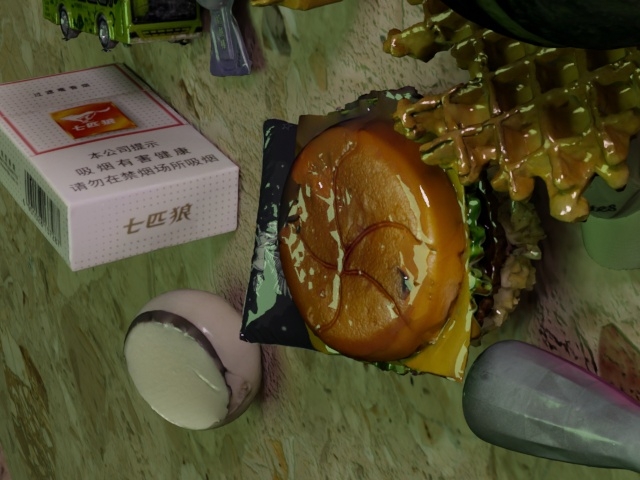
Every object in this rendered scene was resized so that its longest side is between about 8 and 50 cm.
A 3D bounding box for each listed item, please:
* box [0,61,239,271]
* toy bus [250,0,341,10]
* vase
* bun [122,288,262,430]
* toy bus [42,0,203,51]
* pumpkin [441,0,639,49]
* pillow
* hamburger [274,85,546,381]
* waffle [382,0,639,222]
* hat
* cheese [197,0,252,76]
[{"bbox_3d":[-0.267,-0.099,1.563,0.330,0.210,0.095,41,136,47],"label":"box"},{"bbox_3d":[0.001,-0.355,1.062,0.123,0.121,0.335,24,124,40],"label":"toy bus"},{"bbox_3d":[0.205,0.137,0.969,0.214,0.086,0.086,15,116,53],"label":"vase"},{"bbox_3d":[-0.140,0.132,1.541,0.173,0.120,0.173,17,124,27],"label":"bun"},{"bbox_3d":[-0.243,-0.303,1.539,0.302,0.113,0.139,24,120,57],"label":"toy bus"},{"bbox_3d":[0.151,-0.258,0.684,0.323,0.241,0.323,-6,83,53],"label":"pumpkin"},{"bbox_3d":[0.000,0.000,1.190,0.055,0.141,0.208,-11,-70,-78],"label":"pillow"},{"bbox_3d":[0.068,-0.005,1.061,0.262,0.139,0.243,9,103,47],"label":"hamburger"},{"bbox_3d":[0.147,-0.138,0.854,0.229,0.051,0.231,36,96,43],"label":"waffle"},{"bbox_3d":[0.189,-0.059,0.914,0.122,0.081,0.166,41,147,50],"label":"hat"},{"bbox_3d":[-0.109,-0.267,1.378,0.105,0.042,0.191,9,113,61],"label":"cheese"}]
